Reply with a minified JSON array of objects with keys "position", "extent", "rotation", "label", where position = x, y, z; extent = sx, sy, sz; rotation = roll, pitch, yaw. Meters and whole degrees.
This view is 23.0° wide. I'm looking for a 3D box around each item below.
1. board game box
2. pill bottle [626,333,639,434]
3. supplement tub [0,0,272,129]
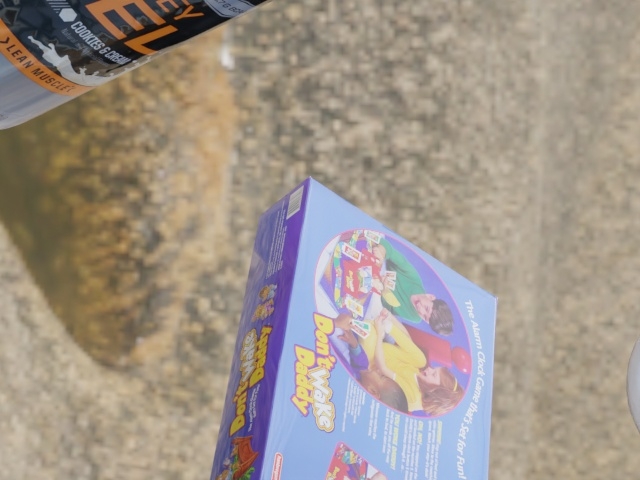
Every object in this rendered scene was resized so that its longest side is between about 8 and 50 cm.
[{"position":[0.037,0.144,1.350],"extent":[0.233,0.078,0.347],"rotation":[32,44,-24],"label":"board game box"},{"position":[0.275,0.099,1.056],"extent":[0.221,0.124,0.124],"rotation":[19,76,-74],"label":"pill bottle"},{"position":[-0.120,-0.211,0.970],"extent":[0.193,0.316,0.193],"rotation":[51,25,-35],"label":"supplement tub"}]
